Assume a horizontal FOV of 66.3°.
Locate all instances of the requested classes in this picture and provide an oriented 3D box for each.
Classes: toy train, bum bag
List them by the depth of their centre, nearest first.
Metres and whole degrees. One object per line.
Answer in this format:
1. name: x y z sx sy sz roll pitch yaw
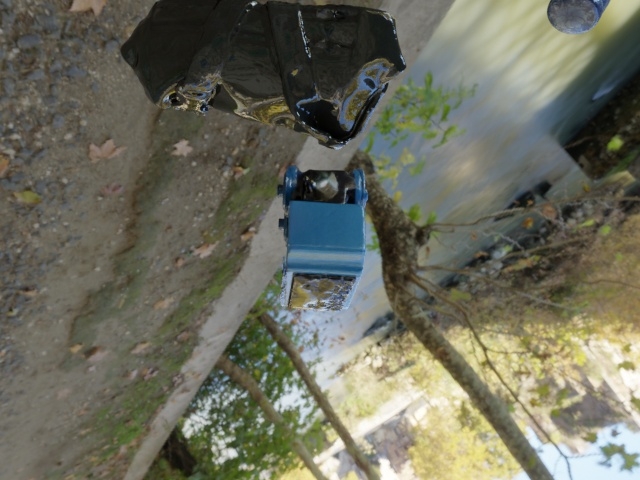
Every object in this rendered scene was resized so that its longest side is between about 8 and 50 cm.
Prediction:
1. bum bag: -0.074 -0.182 0.522 0.079 0.326 0.142 -42 141 -64
2. toy train: 0.000 0.000 1.000 0.187 0.265 0.300 4 153 -3

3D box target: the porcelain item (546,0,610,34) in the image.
1. porcelain item: 0.739 -0.678 1.403 0.114 0.147 0.147 -56 163 -14
